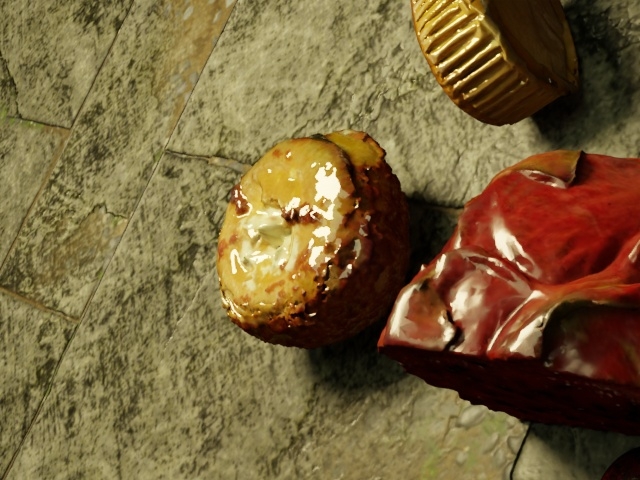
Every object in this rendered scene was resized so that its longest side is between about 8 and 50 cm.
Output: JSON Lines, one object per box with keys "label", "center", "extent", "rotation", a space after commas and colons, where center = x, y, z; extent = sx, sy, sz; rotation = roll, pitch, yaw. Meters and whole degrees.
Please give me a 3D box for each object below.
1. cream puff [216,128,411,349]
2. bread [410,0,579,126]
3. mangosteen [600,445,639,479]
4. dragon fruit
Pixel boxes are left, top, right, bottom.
{"label": "cream puff", "center": [0.000, 0.000, 1.551], "extent": [0.240, 0.164, 0.240], "rotation": [-25, 59, 49]}
{"label": "bread", "center": [0.167, -0.209, 1.490], "extent": [0.104, 0.199, 0.199], "rotation": [-32, 46, 31]}
{"label": "mangosteen", "center": [0.280, 0.215, 1.153], "extent": [0.140, 0.140, 0.140], "rotation": [-26, 49, 34]}
{"label": "dragon fruit", "center": [0.246, 0.021, 1.218], "extent": [0.329, 0.228, 0.286], "rotation": [11, 72, 53]}
